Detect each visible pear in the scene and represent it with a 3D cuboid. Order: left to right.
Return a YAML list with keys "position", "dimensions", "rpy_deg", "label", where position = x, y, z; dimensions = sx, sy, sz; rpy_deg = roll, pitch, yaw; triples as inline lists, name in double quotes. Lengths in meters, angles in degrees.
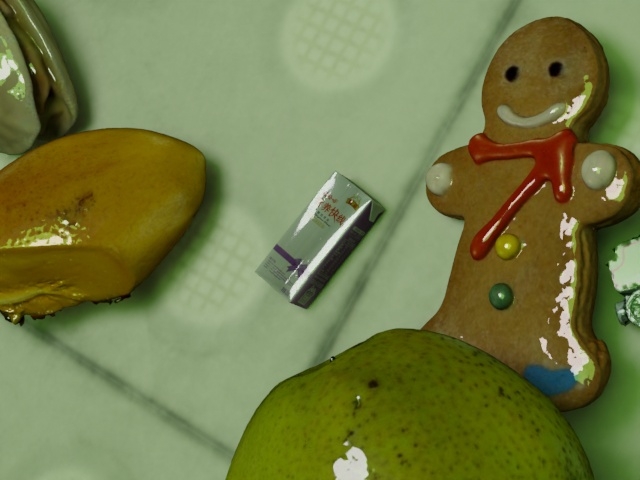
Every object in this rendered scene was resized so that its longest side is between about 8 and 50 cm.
- position: [0.062, 0.210, 1.214]
  dimensions: [0.294, 0.294, 0.294]
  rpy_deg: [-5, 76, 21]
  label: "pear"

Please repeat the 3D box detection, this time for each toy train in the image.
- position: [0.323, 0.013, 1.262]
  dimensions: [0.202, 0.060, 0.081]
  rpy_deg: [-20, 72, 19]
  label: "toy train"

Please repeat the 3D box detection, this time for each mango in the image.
- position: [-0.218, -0.020, 1.459]
  dimensions: [0.252, 0.126, 0.154]
  rpy_deg: [-26, 50, 6]
  label: "mango"

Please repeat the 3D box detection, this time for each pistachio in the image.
- position: [-0.319, -0.179, 1.540]
  dimensions: [0.223, 0.126, 0.152]
  rpy_deg: [44, 130, 20]
  label: "pistachio"

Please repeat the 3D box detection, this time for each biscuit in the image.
- position: [0.164, -0.030, 1.318]
  dimensions: [0.205, 0.049, 0.324]
  rpy_deg: [7, 80, 41]
  label: "biscuit"

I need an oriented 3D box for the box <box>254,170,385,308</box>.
- position: [0.000, 0.000, 1.412]
  dimensions: [0.050, 0.036, 0.117]
  rpy_deg: [42, 94, 25]
  label: "box"
